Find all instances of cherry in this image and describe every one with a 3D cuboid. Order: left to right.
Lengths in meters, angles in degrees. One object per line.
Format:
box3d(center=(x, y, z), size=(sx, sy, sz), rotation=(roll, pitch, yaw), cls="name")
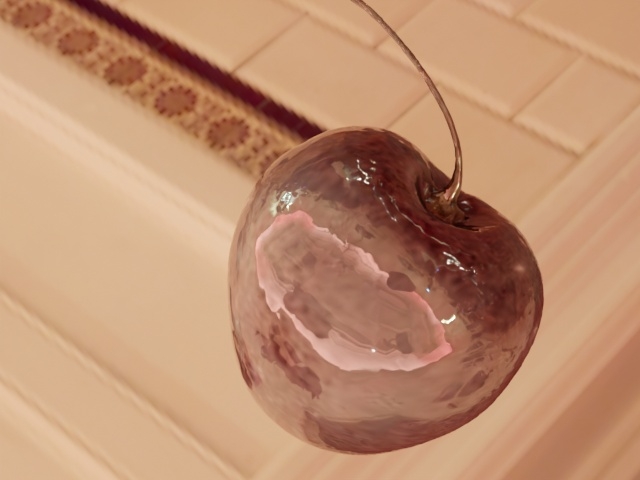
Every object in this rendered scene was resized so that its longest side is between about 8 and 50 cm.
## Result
box3d(center=(-0.001, 0.003, 0.591), size=(0.188, 0.115, 0.148), rotation=(41, 154, 11), cls="cherry")
